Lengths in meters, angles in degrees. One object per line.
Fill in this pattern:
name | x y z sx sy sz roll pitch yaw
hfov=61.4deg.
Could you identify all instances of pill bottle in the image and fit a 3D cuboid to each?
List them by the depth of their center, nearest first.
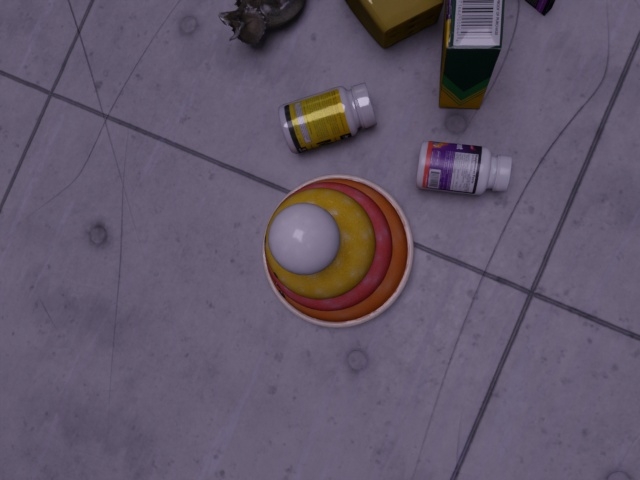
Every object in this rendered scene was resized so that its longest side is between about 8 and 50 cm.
pill bottle | 0.313 -0.157 1.185 0.193 0.108 0.108 8 86 11
pill bottle | 0.018 -0.286 1.249 0.208 0.119 0.119 -16 82 9

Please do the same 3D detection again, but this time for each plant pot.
plant pot | 0.169 -0.566 1.214 0.212 0.212 0.187 -25 91 7

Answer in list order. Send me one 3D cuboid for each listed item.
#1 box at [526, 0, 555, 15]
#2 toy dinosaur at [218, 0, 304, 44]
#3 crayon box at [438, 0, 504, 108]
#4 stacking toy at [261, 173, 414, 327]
box | 0.459 -0.588 1.198 0.029 0.116 0.162 -46 79 2
toy dinosaur | -0.120 -0.576 1.319 0.313 0.121 0.160 -29 77 -18
crayon box | 0.312 -0.499 1.115 0.105 0.313 0.364 4 85 11
stacking toy | 0.000 0.000 1.039 0.350 0.480 0.351 -1 83 11
